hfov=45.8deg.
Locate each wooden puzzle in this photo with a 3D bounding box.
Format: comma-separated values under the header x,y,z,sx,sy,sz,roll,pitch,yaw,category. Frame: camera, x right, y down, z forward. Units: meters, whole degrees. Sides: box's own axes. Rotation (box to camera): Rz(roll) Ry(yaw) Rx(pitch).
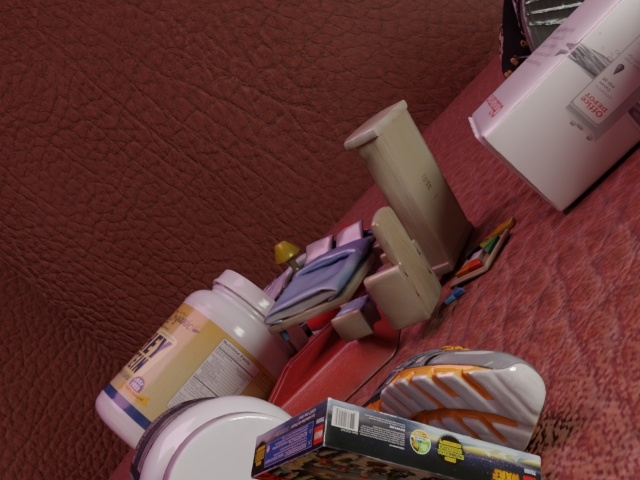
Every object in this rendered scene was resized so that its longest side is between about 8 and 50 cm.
x,y,z,sx,sy,sz,roll,pitch,yaw,category
0.179,0.020,0.860,0.078,0.014,0.116,-44,6,48,wooden puzzle

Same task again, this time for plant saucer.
x,y,z,sx,sy,sz,roll,pitch,yaw,category
0.009,0.167,1.029,0.258,0.048,0.259,-46,4,19,plant saucer

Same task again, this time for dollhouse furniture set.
x,y,z,sx,sy,sz,roll,pitch,yaw,category
0.000,0.000,0.983,0.303,0.198,0.286,-25,12,30,dollhouse furniture set

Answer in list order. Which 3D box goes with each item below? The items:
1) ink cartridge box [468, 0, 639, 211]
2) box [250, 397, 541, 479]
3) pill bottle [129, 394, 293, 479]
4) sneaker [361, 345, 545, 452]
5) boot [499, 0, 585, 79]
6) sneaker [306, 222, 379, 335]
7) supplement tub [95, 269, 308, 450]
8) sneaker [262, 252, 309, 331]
x,y,z,sx,sy,sz,roll,pitch,yaw,category
0.299,-0.183,0.790,0.283,0.117,0.207,-46,5,17,ink cartridge box
0.041,0.129,0.430,0.094,0.137,0.027,-43,33,53,box
-0.091,0.226,0.704,0.162,0.162,0.278,-49,5,-20,pill bottle
0.087,0.108,0.531,0.083,0.084,0.215,-44,1,-29,sneaker
0.368,-0.340,1.226,0.138,0.377,0.284,-9,-27,5,boot
0.066,0.030,1.203,0.279,0.118,0.107,-47,3,4,sneaker
-0.192,0.227,1.275,0.316,0.228,0.228,-49,4,-16,supplement tub
-0.079,0.145,1.483,0.366,0.137,0.210,-46,0,-18,sneaker
